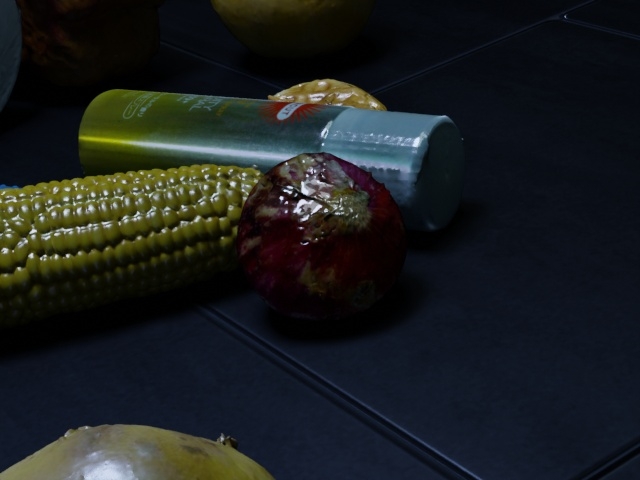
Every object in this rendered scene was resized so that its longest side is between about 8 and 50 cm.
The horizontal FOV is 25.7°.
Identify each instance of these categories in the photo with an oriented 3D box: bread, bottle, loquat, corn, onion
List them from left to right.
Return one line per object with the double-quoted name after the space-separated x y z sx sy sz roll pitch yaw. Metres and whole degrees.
-0.248 -0.254 1.283 0.232 0.246 0.135 0 25 48 "bread"
-0.160 0.003 0.911 0.260 0.091 0.091 -13 36 -8 "corn"
-0.039 -0.059 0.998 0.286 0.082 0.082 8 32 30 "bottle"
-0.025 -0.230 1.257 0.163 0.163 0.137 13 66 37 "loquat"
0.000 0.000 0.869 0.107 0.097 0.107 -1 66 2 "onion"
0.007 -0.091 1.087 0.083 0.044 0.111 -20 30 -26 "bread"

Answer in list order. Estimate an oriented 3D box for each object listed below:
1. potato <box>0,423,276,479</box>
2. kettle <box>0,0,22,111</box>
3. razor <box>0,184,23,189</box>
-0.086 0.146 0.574 0.176 0.137 0.137 -23 30 -21 "potato"
-0.454 -0.197 1.220 0.318 0.205 0.265 25 14 36 "kettle"
-0.253 -0.023 1.044 0.253 0.042 0.082 0 27 16 "razor"
